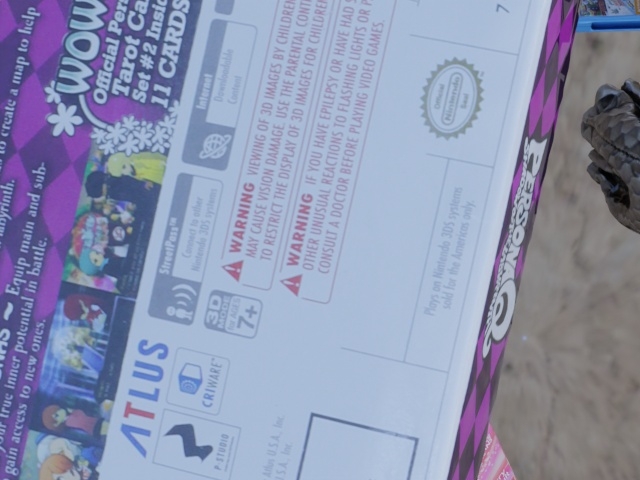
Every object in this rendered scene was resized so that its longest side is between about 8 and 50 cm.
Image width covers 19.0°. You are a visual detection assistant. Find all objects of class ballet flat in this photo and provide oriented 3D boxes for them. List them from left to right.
[{"bbox_3d":[0.145,-0.041,0.711,0.058,0.250,0.084,18,105,18],"label":"ballet flat"}]

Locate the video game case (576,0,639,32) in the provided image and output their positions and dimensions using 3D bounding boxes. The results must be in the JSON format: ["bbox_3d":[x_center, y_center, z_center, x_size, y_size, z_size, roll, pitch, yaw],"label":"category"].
[{"bbox_3d":[0.235,-0.196,1.397,0.166,0.015,0.119,-1,48,5],"label":"video game case"}]

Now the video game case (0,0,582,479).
[{"bbox_3d":[-0.051,-0.023,0.469,0.210,0.042,0.232,12,90,17],"label":"video game case"}]

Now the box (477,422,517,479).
[{"bbox_3d":[0.004,0.248,1.464,0.142,0.154,0.300,29,71,32],"label":"box"}]
